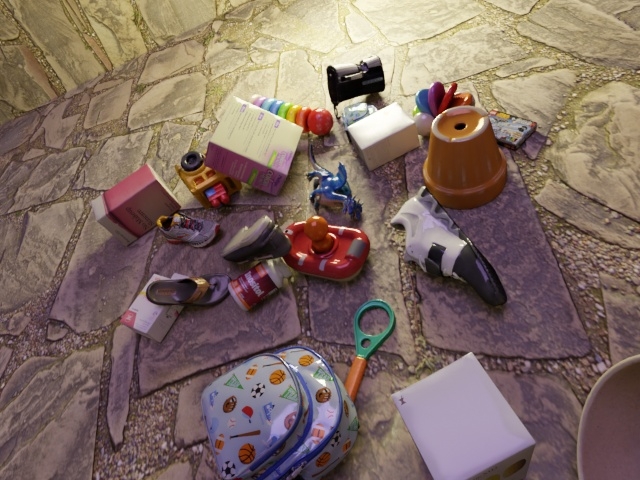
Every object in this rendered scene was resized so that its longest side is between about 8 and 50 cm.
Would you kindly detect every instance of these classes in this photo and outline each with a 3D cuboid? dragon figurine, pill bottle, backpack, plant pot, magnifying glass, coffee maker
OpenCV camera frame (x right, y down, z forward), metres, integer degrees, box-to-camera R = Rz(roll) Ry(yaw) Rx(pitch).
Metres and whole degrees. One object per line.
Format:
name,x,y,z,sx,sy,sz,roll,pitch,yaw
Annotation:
dragon figurine,0.040,-0.165,1.168,0.143,0.085,0.289,-14,54,11
pill bottle,-0.152,0.104,1.041,0.152,0.086,0.086,-35,48,-5
backpack,-0.074,0.328,0.757,0.263,0.213,0.276,-30,46,-10
backpack,0.129,-0.388,1.309,0.114,0.084,0.105,-15,52,9
plant pot,0.348,-0.215,1.005,0.205,0.188,0.205,-12,50,15
magnifying glass,0.095,0.230,0.875,0.092,0.026,0.231,8,58,28
coffee maker,0.121,-0.531,1.399,0.178,0.171,0.120,-17,53,-12

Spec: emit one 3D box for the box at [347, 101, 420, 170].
box,0.187,-0.309,1.216,0.170,0.091,0.130,-26,48,3

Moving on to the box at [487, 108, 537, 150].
box,0.500,-0.304,1.117,0.094,0.027,0.137,-43,50,-11

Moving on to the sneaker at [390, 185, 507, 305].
sneaker,0.270,0.035,0.907,0.146,0.122,0.331,-40,47,14

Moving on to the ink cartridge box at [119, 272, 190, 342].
ink cartridge box,-0.441,0.167,1.130,0.115,0.067,0.198,10,58,29

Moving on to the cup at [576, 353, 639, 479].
cup,0.517,0.310,0.468,0.236,0.331,0.331,7,52,-4

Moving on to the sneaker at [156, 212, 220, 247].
sneaker,-0.413,-0.036,1.262,0.225,0.093,0.088,-1,54,22

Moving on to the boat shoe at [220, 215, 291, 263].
boat shoe,-0.176,0.019,1.062,0.112,0.095,0.335,-55,17,-22

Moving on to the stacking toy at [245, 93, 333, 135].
stacking toy,-0.106,-0.422,1.425,0.330,0.141,0.141,15,61,24

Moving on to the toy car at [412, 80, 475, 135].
toy car,0.350,-0.391,1.178,0.181,0.136,0.159,16,62,32

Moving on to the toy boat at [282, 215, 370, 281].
toy boat,0.000,0.000,1.007,0.230,0.151,0.151,9,52,29

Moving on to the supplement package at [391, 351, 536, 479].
supplement package,0.216,0.300,0.618,0.139,0.244,0.134,-29,48,1

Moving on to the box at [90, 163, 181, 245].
box,-0.621,-0.121,1.382,0.232,0.149,0.127,-38,49,-7

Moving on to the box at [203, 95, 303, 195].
box,-0.204,-0.293,1.274,0.242,0.117,0.214,21,56,-11

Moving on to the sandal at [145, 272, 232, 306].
sandal,-0.344,0.126,1.075,0.219,0.060,0.090,1,67,-16

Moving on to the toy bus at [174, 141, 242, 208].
toy bus,-0.330,-0.204,1.338,0.220,0.149,0.211,-33,61,-7
